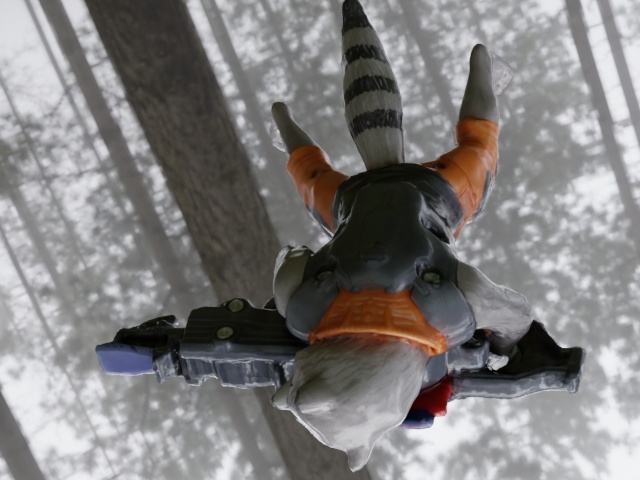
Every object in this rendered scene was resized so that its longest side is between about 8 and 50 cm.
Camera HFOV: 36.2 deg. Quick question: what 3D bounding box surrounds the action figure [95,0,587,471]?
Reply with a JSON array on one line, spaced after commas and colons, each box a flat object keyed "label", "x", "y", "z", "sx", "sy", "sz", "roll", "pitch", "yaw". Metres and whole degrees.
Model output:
[{"label": "action figure", "x": 0.000, "y": 0.000, "z": 0.674, "sx": 0.341, "sy": 0.178, "sz": 0.330, "roll": -5, "pitch": -135, "yaw": 7}]
